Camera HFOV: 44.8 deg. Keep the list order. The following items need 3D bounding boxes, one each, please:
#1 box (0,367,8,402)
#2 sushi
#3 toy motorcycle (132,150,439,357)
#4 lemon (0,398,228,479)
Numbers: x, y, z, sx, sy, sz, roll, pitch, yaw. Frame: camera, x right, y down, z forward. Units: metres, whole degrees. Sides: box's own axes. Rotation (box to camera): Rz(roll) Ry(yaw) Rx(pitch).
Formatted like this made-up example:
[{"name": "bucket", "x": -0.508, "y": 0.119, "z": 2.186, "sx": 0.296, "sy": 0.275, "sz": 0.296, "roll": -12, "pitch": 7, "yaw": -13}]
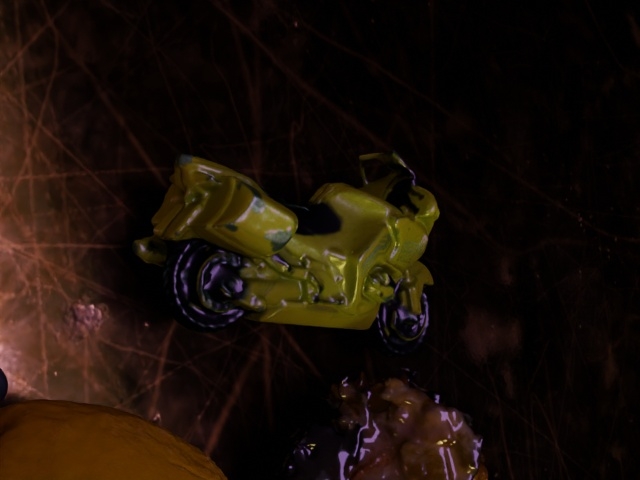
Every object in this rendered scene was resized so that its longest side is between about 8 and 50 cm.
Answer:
[{"name": "box", "x": -0.339, "y": 0.113, "z": 0.504, "sx": 0.230, "sy": 0.050, "sz": 0.160, "roll": -42, "pitch": 111, "yaw": -35}, {"name": "sushi", "x": 0.071, "y": 0.235, "z": 0.759, "sx": 0.213, "sy": 0.204, "sz": 0.200, "roll": 36, "pitch": 86, "yaw": 9}, {"name": "toy motorcycle", "x": 0.002, "y": 0.000, "z": 0.748, "sx": 0.342, "sy": 0.142, "sz": 0.206, "roll": 13, "pitch": 75, "yaw": -40}, {"name": "lemon", "x": -0.161, "y": 0.248, "z": 0.491, "sx": 0.297, "sy": 0.297, "sz": 0.297, "roll": 6, "pitch": 81, "yaw": -40}]
